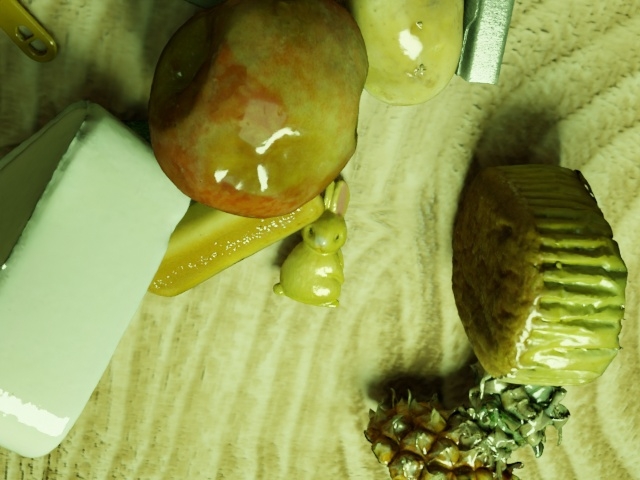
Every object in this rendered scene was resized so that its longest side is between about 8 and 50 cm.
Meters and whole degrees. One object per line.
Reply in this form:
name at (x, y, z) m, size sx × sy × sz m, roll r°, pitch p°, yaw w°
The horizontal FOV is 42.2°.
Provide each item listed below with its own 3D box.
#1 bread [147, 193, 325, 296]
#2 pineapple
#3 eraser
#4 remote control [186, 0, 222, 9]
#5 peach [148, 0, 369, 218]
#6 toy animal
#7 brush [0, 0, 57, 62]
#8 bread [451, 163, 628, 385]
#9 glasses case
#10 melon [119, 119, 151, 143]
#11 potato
bread at (-0.112, -0.019, 0.965) m, size 0.239 × 0.074 × 0.092 m, roll -28°, pitch 134°, yaw 14°
pineapple at (0.233, 0.230, 1.102) m, size 0.262 × 0.262 × 0.272 m, roll 36°, pitch 101°, yaw -26°
eraser at (-0.276, 0.012, 0.850) m, size 0.331 × 0.331 × 0.150 m, roll -39°, pitch 127°, yaw 19°
remote control at (-0.205, -0.326, 0.774) m, size 0.285 × 0.038 × 0.123 m, roll 20°, pitch 119°, yaw -15°
peach at (-0.057, -0.146, 0.801) m, size 0.214 × 0.214 × 0.235 m, roll 17°, pitch 131°, yaw -17°
toy animal at (-0.003, 0.000, 0.997) m, size 0.083 × 0.070 × 0.159 m, roll 8°, pitch 118°, yaw -12°
brush at (-0.353, -0.274, 0.791) m, size 0.103 × 0.013 × 0.272 m, roll -17°, pitch 130°, yaw 30°
bread at (0.236, 0.040, 0.934) m, size 0.142 × 0.253 × 0.227 m, roll 6°, pitch 126°, yaw -6°
glasses case at (0.170, -0.266, 0.830) m, size 0.047 × 0.071 × 0.205 m, roll 3°, pitch 124°, yaw -4°
melon at (-0.228, -0.090, 0.936) m, size 0.261 × 0.053 × 0.114 m, roll 0°, pitch 142°, yaw -1°
potato at (0.084, -0.218, 0.831) m, size 0.118 × 0.109 × 0.178 m, roll -25°, pitch 131°, yaw -20°
